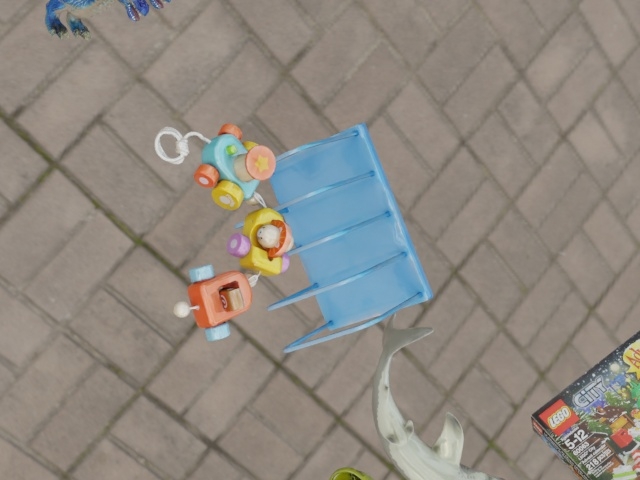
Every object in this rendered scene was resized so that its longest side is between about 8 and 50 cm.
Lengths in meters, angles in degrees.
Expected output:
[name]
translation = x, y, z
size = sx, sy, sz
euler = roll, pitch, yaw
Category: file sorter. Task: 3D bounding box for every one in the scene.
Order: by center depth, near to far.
[file sorter]
translation = 0.000, 0.000, 0.838
size = 0.104, 0.118, 0.170
euler = -22, 90, -54

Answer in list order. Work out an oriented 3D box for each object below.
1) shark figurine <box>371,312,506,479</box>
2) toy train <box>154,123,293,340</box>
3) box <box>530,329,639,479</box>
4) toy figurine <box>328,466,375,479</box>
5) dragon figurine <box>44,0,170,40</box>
[shark figurine]
translation = 0.111, 0.241, 1.178
size = 0.166, 0.116, 0.278
euler = -29, 85, -8
[toy train]
translation = -0.067, -0.013, 0.725
size = 0.125, 0.046, 0.166
euler = -14, 93, -51
[box]
translation = 0.361, 0.177, 0.975
size = 0.233, 0.159, 0.044
euler = -36, 145, -9
[toy figurine]
translation = 0.141, 0.507, 1.489
size = 0.217, 0.191, 0.362
euler = -17, 79, -42
[dragon figurine]
translation = -0.301, -0.339, 1.117
size = 0.144, 0.289, 0.085
euler = -48, 167, 23
